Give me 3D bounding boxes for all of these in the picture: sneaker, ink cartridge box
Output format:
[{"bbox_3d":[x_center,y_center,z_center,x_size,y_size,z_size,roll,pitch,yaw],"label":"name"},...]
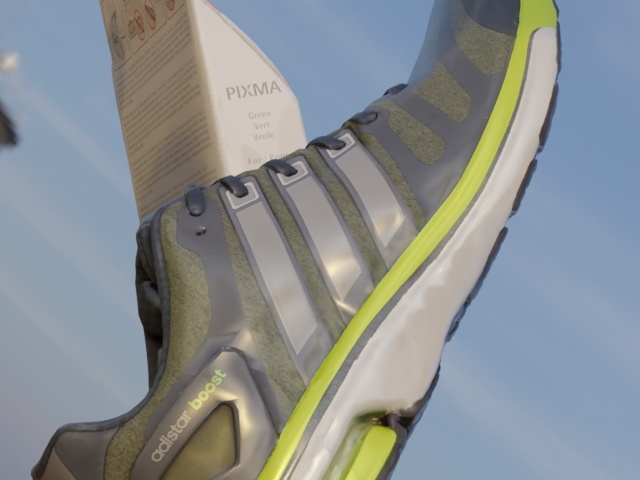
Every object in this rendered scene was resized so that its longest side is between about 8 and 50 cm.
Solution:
[{"bbox_3d":[0.000,0.000,0.731,0.121,0.300,0.111,25,-31,3],"label":"sneaker"},{"bbox_3d":[-0.066,-0.082,1.079,0.181,0.056,0.224,157,-75,-70],"label":"ink cartridge box"}]
